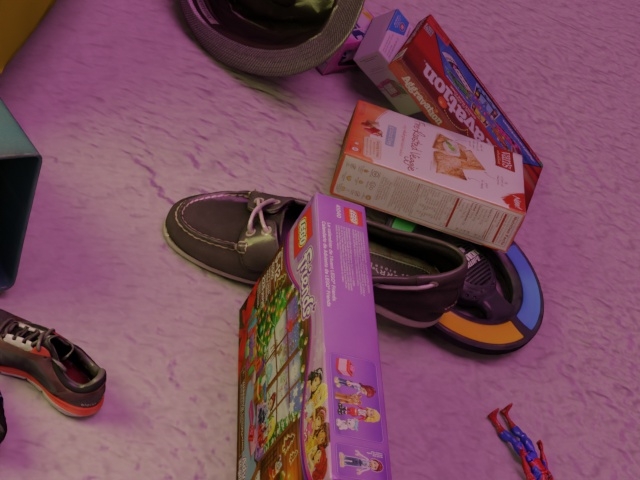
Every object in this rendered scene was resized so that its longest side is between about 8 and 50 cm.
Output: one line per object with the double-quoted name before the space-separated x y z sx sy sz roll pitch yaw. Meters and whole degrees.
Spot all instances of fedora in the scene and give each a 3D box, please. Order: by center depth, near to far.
"fedora" -0.052 -0.339 1.270 0.275 0.243 0.124 14 8 17

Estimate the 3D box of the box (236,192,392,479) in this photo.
"box" -0.017 0.130 0.865 0.057 0.201 0.293 15 46 -20

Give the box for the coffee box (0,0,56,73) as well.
"coffee box" -0.418 -0.421 0.962 0.334 0.337 0.338 15 44 0

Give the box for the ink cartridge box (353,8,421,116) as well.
"ink cartridge box" 0.113 -0.248 1.344 0.122 0.052 0.088 44 54 -32

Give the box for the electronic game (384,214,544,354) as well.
"electronic game" 0.176 0.040 1.176 0.229 0.048 0.229 17 46 -18

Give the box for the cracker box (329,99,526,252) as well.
"cracker box" 0.138 -0.084 1.205 0.232 0.067 0.155 19 33 -3

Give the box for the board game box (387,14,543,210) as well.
"board game box" 0.208 -0.169 1.326 0.281 0.027 0.145 49 42 -16

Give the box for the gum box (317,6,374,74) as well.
"gum box" 0.003 -0.326 1.384 0.107 0.062 0.188 -22 67 -42

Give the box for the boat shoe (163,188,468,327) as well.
"boat shoe" 0.000 0.000 1.043 0.335 0.095 0.112 17 50 -8

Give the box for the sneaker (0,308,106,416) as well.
"sneaker" -0.254 0.092 0.851 0.158 0.065 0.061 31 43 -5

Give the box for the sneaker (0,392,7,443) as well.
"sneaker" -0.356 0.144 0.730 0.232 0.081 0.090 -13 53 -40

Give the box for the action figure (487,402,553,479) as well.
"action figure" 0.229 0.235 1.053 0.038 0.030 0.115 -7 59 -42

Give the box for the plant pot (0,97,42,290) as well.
"plant pot" -0.383 -0.084 0.861 0.165 0.165 0.234 -9 49 -37
